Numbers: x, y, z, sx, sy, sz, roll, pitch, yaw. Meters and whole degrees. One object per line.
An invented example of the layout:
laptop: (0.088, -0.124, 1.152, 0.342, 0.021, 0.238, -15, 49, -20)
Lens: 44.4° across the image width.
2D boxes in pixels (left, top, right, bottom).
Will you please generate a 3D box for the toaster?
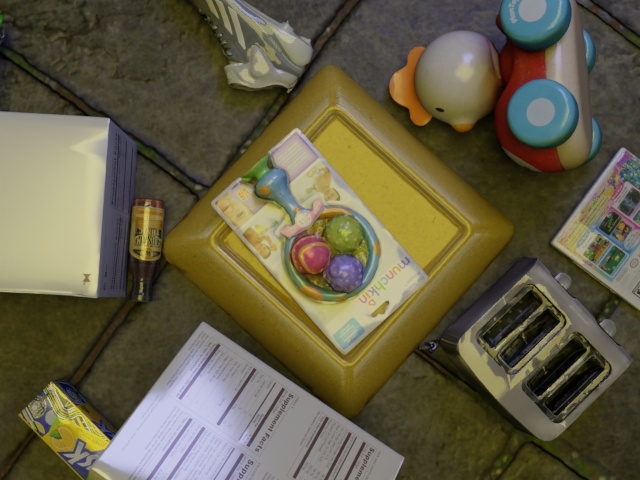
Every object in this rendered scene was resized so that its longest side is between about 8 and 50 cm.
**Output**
toaster: (0.249, 0.132, 0.943, 0.185, 0.110, 0.168, -42, 87, -3)

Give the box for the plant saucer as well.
plant saucer: (0.024, -0.004, 0.963, 0.332, 0.081, 0.333, 42, 86, 2)

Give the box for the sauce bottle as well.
sauce bottle: (-0.217, 0.012, 0.975, 0.042, 0.042, 0.128, 2, 87, -1)

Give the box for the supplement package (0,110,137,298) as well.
supplement package: (-0.366, -0.039, 0.924, 0.261, 0.145, 0.204, 3, 86, -2)

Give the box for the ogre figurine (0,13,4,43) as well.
ogre figurine: (-0.483, -0.210, 0.959, 0.196, 0.097, 0.118, -6, 74, -13)

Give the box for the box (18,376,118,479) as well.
box: (-0.280, 0.247, 0.951, 0.169, 0.054, 0.059, 44, 86, 1)

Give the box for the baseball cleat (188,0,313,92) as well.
baseball cleat: (-0.114, -0.257, 0.982, 0.205, 0.072, 0.110, 31, 93, 5)

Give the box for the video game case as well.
video game case: (0.396, -0.015, 1.002, 0.143, 0.019, 0.157, 37, 87, 2)

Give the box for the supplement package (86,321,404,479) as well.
supplement package: (-0.092, 0.269, 0.848, 0.262, 0.199, 0.198, 34, 53, 1)

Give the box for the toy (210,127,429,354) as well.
toy: (0.000, 0.000, 0.894, 0.137, 0.056, 0.237, -41, 88, -2)

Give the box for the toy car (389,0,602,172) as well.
toy car: (0.199, -0.178, 0.947, 0.237, 0.219, 0.211, -5, 86, 27)
